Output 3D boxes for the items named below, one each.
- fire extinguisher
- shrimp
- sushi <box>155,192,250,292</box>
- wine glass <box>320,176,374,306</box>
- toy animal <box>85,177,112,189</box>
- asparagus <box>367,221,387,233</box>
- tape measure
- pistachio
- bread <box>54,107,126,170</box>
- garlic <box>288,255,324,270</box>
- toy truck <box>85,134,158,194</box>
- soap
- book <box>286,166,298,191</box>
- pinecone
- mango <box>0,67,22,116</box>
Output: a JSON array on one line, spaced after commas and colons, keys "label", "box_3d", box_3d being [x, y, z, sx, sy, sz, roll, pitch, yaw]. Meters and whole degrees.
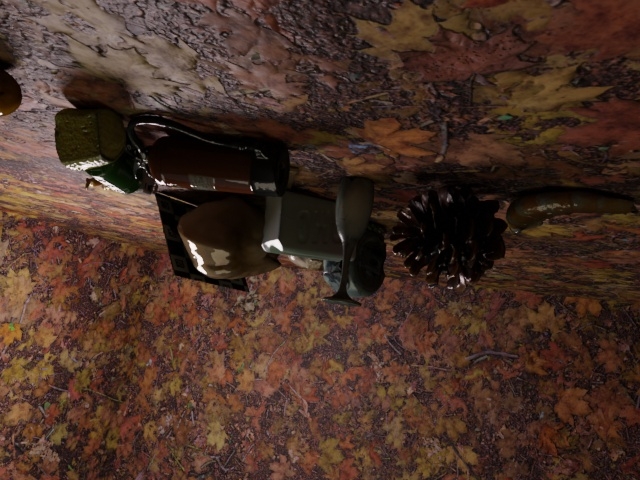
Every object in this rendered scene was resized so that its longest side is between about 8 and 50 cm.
[{"label": "fire extinguisher", "box_3d": [-0.262, -0.193, 1.105, 0.376, 0.113, 0.200, 5, 128, 11]}, {"label": "shrimp", "box_3d": [0.546, -0.077, 1.158, 0.287, 0.068, 0.185, -12, 163, 39]}, {"label": "sushi", "box_3d": [-0.438, 0.026, 1.809, 0.064, 0.359, 0.343, -38, 147, 23]}, {"label": "wine glass", "box_3d": [0.000, 0.000, 1.285, 0.264, 0.310, 0.096, 1, 167, 32]}, {"label": "toy animal", "box_3d": [-0.698, -0.178, 1.614, 0.060, 0.081, 0.083, -1, 147, 34]}, {"label": "asparagus", "box_3d": [0.172, -0.049, 1.714, 0.165, 0.030, 0.036, 17, 157, -39]}, {"label": "tape measure", "box_3d": [0.124, 0.069, 1.770, 0.147, 0.256, 0.275, 1, 162, 39]}, {"label": "pistachio", "box_3d": [-0.283, -0.011, 1.676, 0.365, 0.281, 0.445, 20, -169, 2]}, {"label": "bread", "box_3d": [-0.473, -0.212, 1.048, 0.114, 0.129, 0.111, -1, -169, 21]}, {"label": "garlic", "box_3d": [-0.017, 0.018, 2.003, 0.229, 0.178, 0.143, -7, 143, -15]}, {"label": "toy truck", "box_3d": [-0.480, -0.180, 1.231, 0.101, 0.125, 0.242, 7, 172, 5]}, {"label": "soap", "box_3d": [-0.025, -0.036, 1.487, 0.289, 0.173, 0.095, 10, 171, -38]}, {"label": "book", "box_3d": [-0.136, -0.168, 1.317, 0.138, 0.016, 0.198, 9, 171, -9]}, {"label": "pinecone", "box_3d": [0.287, -0.006, 1.173, 0.264, 0.264, 0.264, 8, 171, 1]}, {"label": "mango", "box_3d": [-0.615, -0.273, 0.903, 0.163, 0.089, 0.111, 16, 172, 6]}]
